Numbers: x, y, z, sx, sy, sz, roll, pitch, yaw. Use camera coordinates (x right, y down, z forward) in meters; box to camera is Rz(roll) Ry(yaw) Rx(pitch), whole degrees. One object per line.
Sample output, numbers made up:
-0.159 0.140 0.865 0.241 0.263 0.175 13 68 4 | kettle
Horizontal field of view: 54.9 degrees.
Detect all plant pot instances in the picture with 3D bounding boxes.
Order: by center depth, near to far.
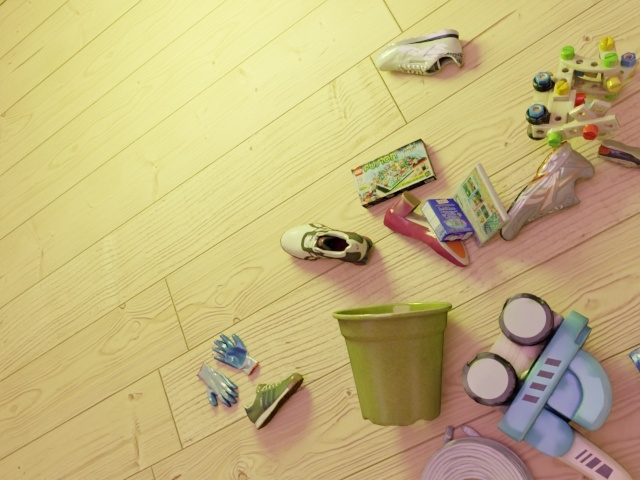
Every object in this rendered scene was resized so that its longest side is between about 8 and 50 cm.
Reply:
0.176 0.281 1.425 0.276 0.276 0.253 -6 88 25 | plant pot

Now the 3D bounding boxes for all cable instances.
0.345 0.565 1.354 0.257 0.089 0.257 22 88 28 | cable

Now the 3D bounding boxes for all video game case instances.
0.378 -0.082 1.466 0.019 0.143 0.157 -13 67 -20 | video game case

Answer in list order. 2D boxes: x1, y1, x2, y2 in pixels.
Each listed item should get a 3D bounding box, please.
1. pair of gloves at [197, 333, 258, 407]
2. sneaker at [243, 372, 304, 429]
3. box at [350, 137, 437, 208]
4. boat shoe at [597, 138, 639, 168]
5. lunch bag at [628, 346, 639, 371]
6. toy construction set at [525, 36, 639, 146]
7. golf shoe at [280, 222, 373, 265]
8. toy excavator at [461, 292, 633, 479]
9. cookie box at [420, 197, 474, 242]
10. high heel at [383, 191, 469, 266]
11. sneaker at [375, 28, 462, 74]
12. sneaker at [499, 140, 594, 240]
-0.268 0.367 1.736 0.159 0.023 0.198 34 94 28 | pair of gloves
-0.133 0.406 1.636 0.086 0.064 0.192 43 102 22 | sneaker
0.190 -0.175 1.625 0.207 0.036 0.114 -23 69 20 | box
0.691 -0.185 1.380 0.137 0.049 0.043 26 133 26 | boat shoe
0.772 0.274 1.201 0.221 0.138 0.293 -34 57 19 | lunch bag
0.576 -0.313 1.365 0.215 0.151 0.327 6 46 26 | toy construction set
0.000 0.000 1.634 0.273 0.120 0.105 5 83 28 | golf shoe
0.497 0.380 1.232 0.445 0.222 0.432 31 88 27 | toy excavator
0.308 -0.051 1.500 0.040 0.092 0.107 -57 48 43 | cookie box
0.260 -0.003 1.547 0.244 0.082 0.117 44 134 12 | high heel
0.258 -0.483 1.638 0.235 0.090 0.094 -10 84 25 | sneaker
0.521 -0.093 1.416 0.121 0.099 0.262 38 105 10 | sneaker
